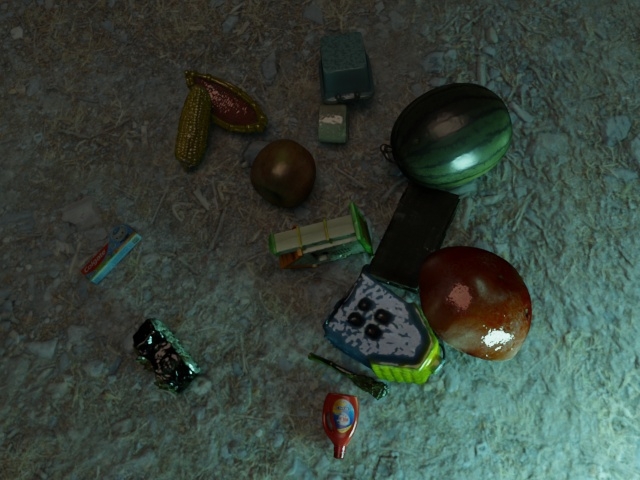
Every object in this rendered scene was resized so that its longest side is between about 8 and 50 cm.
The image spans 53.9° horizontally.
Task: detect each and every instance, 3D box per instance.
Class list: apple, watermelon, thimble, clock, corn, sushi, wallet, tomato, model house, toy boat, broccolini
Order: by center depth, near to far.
[{"bbox_3d":[0.414,0.132,1.598,0.338,0.144,0.339,19,49,-23],"label":"tomato"},{"bbox_3d":[0.178,0.249,1.607,0.303,0.237,0.216,36,80,22],"label":"model house"},{"bbox_3d":[0.072,0.364,1.704,0.239,0.051,0.054,23,122,14],"label":"broccolini"},{"bbox_3d":[-0.433,0.316,1.717,0.115,0.147,0.212,-42,78,-7],"label":"sushi"},{"bbox_3d":[0.000,0.000,1.734,0.255,0.220,0.106,-14,74,10],"label":"clock"},{"bbox_3d":[0.348,-0.285,1.745,0.359,0.279,0.279,-24,72,-3],"label":"watermelon"},{"bbox_3d":[0.262,-0.011,1.772,0.168,0.044,0.317,18,70,25],"label":"wallet"},{"bbox_3d":[-0.103,-0.195,1.813,0.188,0.188,0.174,23,72,12],"label":"apple"},{"bbox_3d":[0.040,-0.350,1.889,0.090,0.102,0.115,1,103,6],"label":"thimble"},{"bbox_3d":[-0.385,-0.338,1.904,0.097,0.097,0.262,13,100,10],"label":"corn"},{"bbox_3d":[-0.288,-0.420,1.949,0.317,0.099,0.141,35,83,12],"label":"toy boat"}]

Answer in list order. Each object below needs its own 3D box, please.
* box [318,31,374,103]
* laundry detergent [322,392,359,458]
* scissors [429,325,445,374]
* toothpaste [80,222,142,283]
[{"bbox_3d":[0.074,-0.521,1.902,0.162,0.130,0.227,-7,49,4],"label":"box"},{"bbox_3d":[0.049,0.490,1.664,0.097,0.049,0.166,3,75,14],"label":"laundry detergent"},{"bbox_3d":[0.327,0.221,1.727,0.109,0.022,0.300,24,78,12],"label":"scissors"},{"bbox_3d":[-0.629,0.035,1.875,0.070,0.044,0.193,40,81,17],"label":"toothpaste"}]
